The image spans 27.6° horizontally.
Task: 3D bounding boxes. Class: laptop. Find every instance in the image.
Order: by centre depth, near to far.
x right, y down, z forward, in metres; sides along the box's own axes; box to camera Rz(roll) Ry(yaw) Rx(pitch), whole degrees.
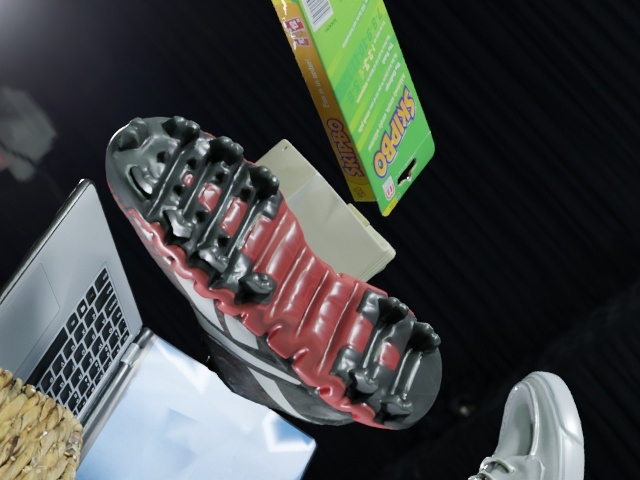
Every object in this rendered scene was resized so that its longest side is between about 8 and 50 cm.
[{"bbox_3d":[-0.205,0.223,1.405,0.408,0.236,0.382,80,-150,-46],"label":"laptop"}]

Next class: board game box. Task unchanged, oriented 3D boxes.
[{"bbox_3d":[0.036,-0.159,1.243,0.039,0.259,0.124,-2,35,38],"label":"board game box"}]

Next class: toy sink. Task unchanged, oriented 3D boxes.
[{"bbox_3d":[0.000,0.000,1.745,0.131,0.234,0.153,-41,28,0],"label":"toy sink"}]

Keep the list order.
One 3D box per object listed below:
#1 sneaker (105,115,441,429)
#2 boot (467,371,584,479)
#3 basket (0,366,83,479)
[{"bbox_3d":[-0.050,0.034,0.865,0.135,0.276,0.097,-24,30,49],"label":"sneaker"},{"bbox_3d":[0.159,0.227,1.155,0.095,0.123,0.258,131,149,-53],"label":"boot"},{"bbox_3d":[-0.335,0.242,1.018,0.223,0.213,0.299,-61,-6,19],"label":"basket"}]
